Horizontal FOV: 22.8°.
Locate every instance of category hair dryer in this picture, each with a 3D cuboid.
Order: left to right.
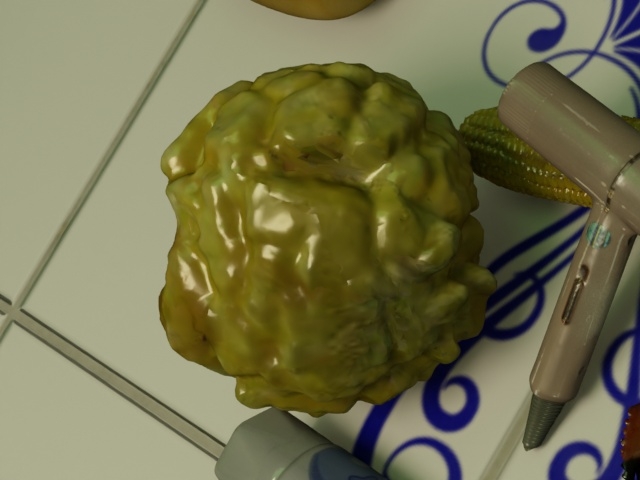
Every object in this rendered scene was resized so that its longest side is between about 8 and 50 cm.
[{"bbox_3d":[0.162,0.023,1.053,0.195,0.053,0.220,45,123,30],"label":"hair dryer"}]

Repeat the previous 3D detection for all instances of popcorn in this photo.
[{"bbox_3d":[0.006,-0.005,1.093,0.249,0.249,0.225,-23,20,24],"label":"popcorn"}]

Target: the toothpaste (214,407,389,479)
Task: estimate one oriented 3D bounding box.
[{"bbox_3d":[0.078,0.239,1.042,0.371,0.080,0.125,36,87,33],"label":"toothpaste"}]

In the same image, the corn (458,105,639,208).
[{"bbox_3d":[0.187,-0.056,1.101,0.203,0.072,0.072,13,76,38],"label":"corn"}]

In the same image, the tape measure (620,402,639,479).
[{"bbox_3d":[0.283,0.134,0.900,0.202,0.135,0.223,-20,56,24],"label":"tape measure"}]

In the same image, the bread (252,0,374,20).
[{"bbox_3d":[-0.017,-0.256,1.319,0.217,0.098,0.147,33,87,38],"label":"bread"}]
